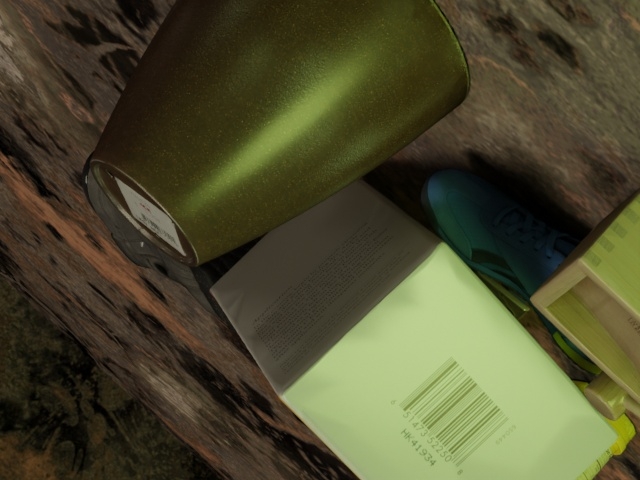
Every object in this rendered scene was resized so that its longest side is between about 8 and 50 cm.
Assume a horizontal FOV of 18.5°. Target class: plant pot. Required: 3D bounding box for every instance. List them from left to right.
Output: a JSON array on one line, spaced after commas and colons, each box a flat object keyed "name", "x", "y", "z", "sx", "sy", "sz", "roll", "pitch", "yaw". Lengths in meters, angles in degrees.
[{"name": "plant pot", "x": -0.048, "y": -0.097, "z": 1.413, "sx": 0.215, "sy": 0.230, "sz": 0.215, "roll": 39, "pitch": 164, "yaw": 14}]

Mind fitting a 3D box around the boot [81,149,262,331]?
[{"name": "boot", "x": -0.166, "y": -0.045, "z": 1.986, "sx": 0.223, "sy": 0.118, "sz": 0.338, "roll": 29, "pitch": 150, "yaw": 35}]

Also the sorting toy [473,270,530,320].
[{"name": "sorting toy", "x": 0.143, "y": 0.037, "z": 1.683, "sx": 0.083, "sy": 0.012, "sz": 0.062, "roll": 39, "pitch": 169, "yaw": 4}]

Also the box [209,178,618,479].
[{"name": "box", "x": 0.062, "y": 0.094, "z": 1.589, "sx": 0.215, "sy": 0.168, "sz": 0.345, "roll": 47, "pitch": 180, "yaw": -16}]

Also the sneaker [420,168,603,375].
[{"name": "sneaker", "x": 0.169, "y": 0.009, "z": 1.476, "sx": 0.209, "sy": 0.069, "sz": 0.082, "roll": 44, "pitch": 146, "yaw": 9}]

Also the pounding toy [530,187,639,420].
[{"name": "pounding toy", "x": 0.245, "y": 0.066, "z": 1.359, "sx": 0.181, "sy": 0.094, "sz": 0.206, "roll": 43, "pitch": 164, "yaw": 3}]

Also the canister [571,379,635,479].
[{"name": "canister", "x": 0.183, "y": 0.207, "z": 1.733, "sx": 0.073, "sy": 0.170, "sz": 0.126, "roll": 48, "pitch": 163, "yaw": -14}]

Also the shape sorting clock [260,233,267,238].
[{"name": "shape sorting clock", "x": -0.110, "y": -0.006, "z": 2.143, "sx": 0.206, "sy": 0.040, "sz": 0.206, "roll": 40, "pitch": 164, "yaw": 14}]
